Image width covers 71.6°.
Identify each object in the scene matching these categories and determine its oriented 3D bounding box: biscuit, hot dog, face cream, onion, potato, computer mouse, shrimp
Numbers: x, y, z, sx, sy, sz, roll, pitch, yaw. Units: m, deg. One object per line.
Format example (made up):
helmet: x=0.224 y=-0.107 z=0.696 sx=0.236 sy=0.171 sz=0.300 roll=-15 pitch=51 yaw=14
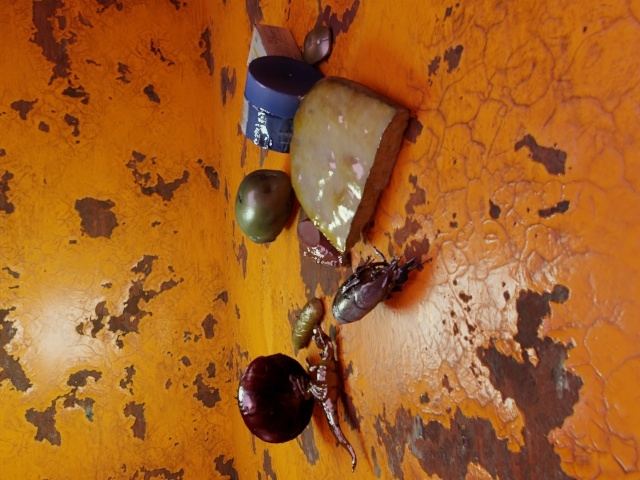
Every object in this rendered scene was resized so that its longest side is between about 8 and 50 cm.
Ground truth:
biscuit: x=0.044 y=-0.219 z=1.221 sx=0.446 sy=0.103 sz=0.430 roll=46 pitch=135 yaw=45
hot dog: x=-0.053 y=0.307 z=1.598 sx=0.088 sy=0.061 sz=0.286 roll=55 pitch=144 yaw=33
face cream: x=-0.126 y=-0.439 z=1.442 sx=0.225 sy=0.248 sz=0.249 roll=109 pitch=149 yaw=-46
onion: x=-0.138 y=0.547 z=1.554 sx=0.232 sy=0.314 sz=0.314 roll=-24 pitch=68 yaw=34
potato: x=-0.226 y=-0.142 z=1.750 sx=0.326 sy=0.220 sz=0.243 roll=117 pitch=142 yaw=-56
computer mouse: x=-0.020 y=-0.624 z=1.440 sx=0.199 sy=0.044 sz=0.102 roll=-161 pitch=68 yaw=-66
shrimp: x=0.131 y=0.100 z=1.073 sx=0.116 sy=0.145 sz=0.343 roll=43 pitch=137 yaw=-1

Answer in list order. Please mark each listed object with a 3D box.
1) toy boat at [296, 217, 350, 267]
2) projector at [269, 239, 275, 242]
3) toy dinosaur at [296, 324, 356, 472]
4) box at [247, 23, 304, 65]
toy boat: x=-0.006 y=-0.003 z=1.418 sx=0.141 sy=0.099 sz=0.318 roll=-59 pitch=32 yaw=7
projector: x=-0.246 y=-0.045 z=1.977 sx=0.082 sy=0.083 sz=0.083 roll=-126 pitch=40 yaw=-52
toy dinosaur: x=0.019 y=0.494 z=1.409 sx=0.208 sy=0.097 sz=0.432 roll=-40 pitch=59 yaw=50
box: x=-0.165 y=-0.644 z=1.650 sx=0.173 sy=0.145 sz=0.333 roll=115 pitch=144 yaw=-45
